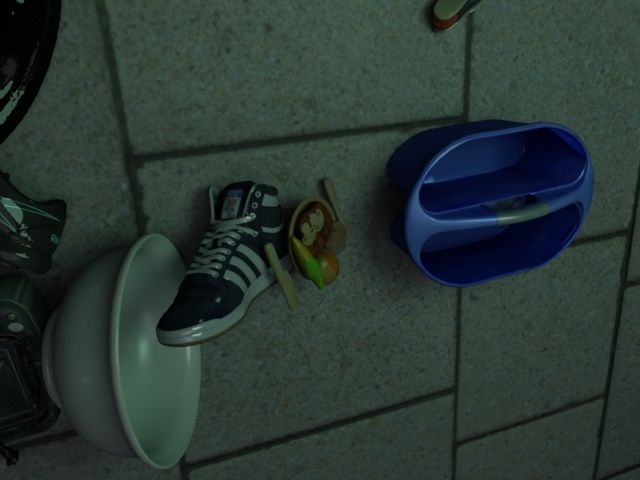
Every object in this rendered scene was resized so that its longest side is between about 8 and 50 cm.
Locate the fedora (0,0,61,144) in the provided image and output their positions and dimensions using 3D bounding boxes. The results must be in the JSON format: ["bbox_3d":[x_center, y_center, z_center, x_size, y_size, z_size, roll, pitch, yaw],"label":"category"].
[{"bbox_3d":[-0.415,-0.225,0.575,0.152,0.334,0.334,26,100,6],"label":"fedora"}]

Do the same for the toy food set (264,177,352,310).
[{"bbox_3d":[0.000,0.000,0.844,0.192,0.038,0.132,-52,132,-41],"label":"toy food set"}]

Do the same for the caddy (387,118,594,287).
[{"bbox_3d":[0.267,-0.063,0.912,0.341,0.179,0.241,-13,114,-17],"label":"caddy"}]

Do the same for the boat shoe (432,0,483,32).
[{"bbox_3d":[0.221,-0.364,0.861,0.137,0.049,0.043,-43,160,-5],"label":"boat shoe"}]

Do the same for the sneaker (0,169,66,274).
[{"bbox_3d":[-0.443,-0.053,0.698,0.267,0.101,0.106,29,78,-30],"label":"sneaker"}]

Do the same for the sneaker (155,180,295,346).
[{"bbox_3d":[-0.130,0.014,0.767,0.282,0.099,0.153,-41,127,-55],"label":"sneaker"}]

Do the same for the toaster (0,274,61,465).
[{"bbox_3d":[-0.406,0.153,0.742,0.129,0.146,0.227,-15,113,-15],"label":"toaster"}]

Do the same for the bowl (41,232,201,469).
[{"bbox_3d":[-0.259,0.142,0.746,0.134,0.298,0.298,-5,112,4],"label":"bowl"}]
